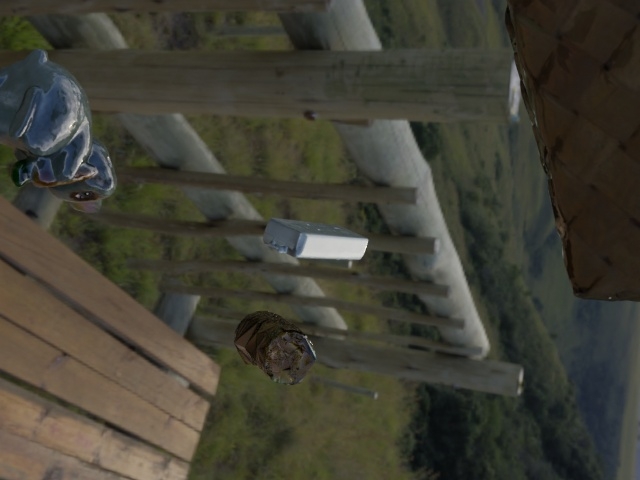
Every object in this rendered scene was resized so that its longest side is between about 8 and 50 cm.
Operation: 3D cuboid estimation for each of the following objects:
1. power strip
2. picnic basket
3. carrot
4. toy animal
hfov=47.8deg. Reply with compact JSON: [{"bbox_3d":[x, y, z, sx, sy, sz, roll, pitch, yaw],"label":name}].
[{"bbox_3d":[0.000,0.000,1.547,0.338,0.098,0.058,5,107,-60],"label":"power strip"},{"bbox_3d":[0.305,-0.138,0.509,0.337,0.293,0.337,5,83,-46],"label":"picnic basket"},{"bbox_3d":[-0.054,0.114,0.787,0.229,0.069,0.069,172,-73,-76],"label":"carrot"},{"bbox_3d":[-0.282,-0.102,0.821,0.138,0.108,0.236,-65,150,-13],"label":"toy animal"}]
